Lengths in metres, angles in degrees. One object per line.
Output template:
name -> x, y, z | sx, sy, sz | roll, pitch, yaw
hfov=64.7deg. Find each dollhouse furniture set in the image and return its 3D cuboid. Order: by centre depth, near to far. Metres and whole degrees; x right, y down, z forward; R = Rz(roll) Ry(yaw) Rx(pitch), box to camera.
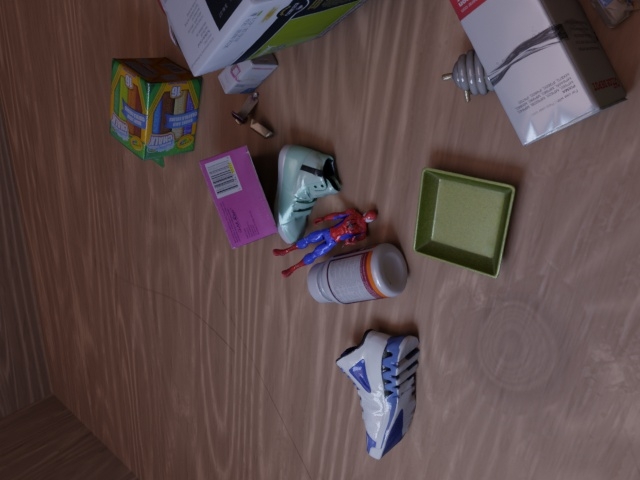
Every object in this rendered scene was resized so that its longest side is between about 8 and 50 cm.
dollhouse furniture set -> -0.156, -0.317, 1.298 | 0.114, 0.091, 0.081 | 35, 87, -2

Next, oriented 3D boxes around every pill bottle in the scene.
pill bottle -> 0.081, 0.084, 1.174 | 0.221, 0.121, 0.121 | -16, 96, 43

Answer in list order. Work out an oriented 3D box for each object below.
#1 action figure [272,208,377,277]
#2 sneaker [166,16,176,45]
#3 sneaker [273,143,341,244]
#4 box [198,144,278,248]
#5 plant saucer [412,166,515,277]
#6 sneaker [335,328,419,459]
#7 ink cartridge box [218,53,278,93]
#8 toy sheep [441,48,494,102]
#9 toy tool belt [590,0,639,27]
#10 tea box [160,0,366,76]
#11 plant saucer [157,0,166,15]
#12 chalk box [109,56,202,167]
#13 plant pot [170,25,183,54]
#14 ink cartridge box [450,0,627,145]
action figure -> 0.000, 0.000, 1.174 | 0.280, 0.139, 0.092 | -28, 82, 22
sneaker -> -0.377, -0.583, 1.359 | 0.067, 0.042, 0.119 | -9, 98, 45
sneaker -> -0.028, -0.094, 1.218 | 0.151, 0.094, 0.256 | 17, 118, 32
box -> -0.199, -0.102, 1.258 | 0.243, 0.117, 0.214 | -160, 50, -83
plant saucer -> 0.285, -0.042, 1.005 | 0.188, 0.045, 0.188 | 19, 118, 34
sneaker -> 0.133, 0.349, 1.244 | 0.182, 0.127, 0.316 | 18, 111, 39
ink cartridge box -> -0.175, -0.410, 1.223 | 0.122, 0.088, 0.052 | -28, 85, 42
toy sheep -> 0.279, -0.295, 0.887 | 0.131, 0.091, 0.091 | -7, 103, 23
toy tool belt -> 0.437, -0.367, 0.756 | 0.051, 0.052, 0.083 | -34, 86, 11
tea box -> -0.084, -0.482, 0.893 | 0.329, 0.323, 0.220 | -4, 111, 61
plant saucer -> -0.337, -0.720, 1.241 | 0.258, 0.047, 0.259 | 2, 98, 39
chalk box -> -0.475, -0.348, 1.439 | 0.180, 0.179, 0.289 | 34, 125, 26
plant pot -> -0.235, -0.509, 1.184 | 0.166, 0.165, 0.167 | 15, 116, 35
ink cartridge box -> 0.330, -0.298, 0.765 | 0.114, 0.197, 0.273 | -29, 86, 44
